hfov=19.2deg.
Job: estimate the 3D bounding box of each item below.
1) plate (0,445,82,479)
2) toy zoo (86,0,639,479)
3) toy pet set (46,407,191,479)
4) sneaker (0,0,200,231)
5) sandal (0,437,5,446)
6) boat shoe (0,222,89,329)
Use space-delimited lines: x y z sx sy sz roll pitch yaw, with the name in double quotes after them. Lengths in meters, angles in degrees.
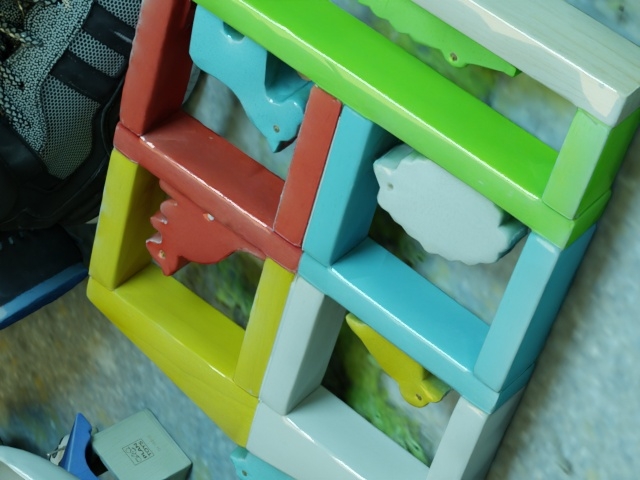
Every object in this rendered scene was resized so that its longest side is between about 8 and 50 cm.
-0.062 0.236 0.909 0.277 0.045 0.278 36 142 12 "plate"
0.000 0.000 0.728 0.192 0.030 0.293 36 136 18 "toy zoo"
-0.106 0.146 0.944 0.122 0.065 0.114 48 141 21 "toy pet set"
-0.123 -0.091 0.750 0.101 0.153 0.268 43 139 26 "sneaker"
-0.225 0.192 1.090 0.120 0.086 0.303 53 152 16 "sandal"
-0.210 0.016 0.963 0.258 0.109 0.089 -16 99 52 "boat shoe"
